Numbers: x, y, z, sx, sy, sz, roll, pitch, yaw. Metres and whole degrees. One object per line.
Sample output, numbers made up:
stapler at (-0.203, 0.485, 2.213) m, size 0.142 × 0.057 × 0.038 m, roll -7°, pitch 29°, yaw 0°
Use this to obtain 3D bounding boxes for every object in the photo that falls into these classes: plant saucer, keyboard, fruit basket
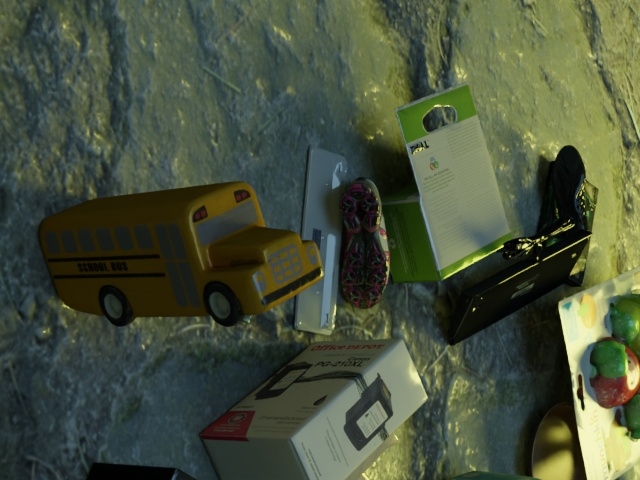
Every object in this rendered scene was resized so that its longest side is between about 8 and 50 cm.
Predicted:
plant saucer at (0.396, 0.368, 2.086) m, size 0.199 × 0.036 × 0.198 m, roll 6°, pitch 81°, yaw -45°
keyboard at (0.000, 0.000, 1.736) m, size 0.072 × 0.014 × 0.256 m, roll 13°, pitch 77°, yaw -39°
keyboard at (0.321, 0.043, 1.961) m, size 0.317 × 0.033 × 0.201 m, roll -24°, pitch 146°, yaw -41°
fruit basket at (0.525, 0.221, 2.122) m, size 0.353 × 0.165 × 0.327 m, roll -17°, pitch 98°, yaw -54°

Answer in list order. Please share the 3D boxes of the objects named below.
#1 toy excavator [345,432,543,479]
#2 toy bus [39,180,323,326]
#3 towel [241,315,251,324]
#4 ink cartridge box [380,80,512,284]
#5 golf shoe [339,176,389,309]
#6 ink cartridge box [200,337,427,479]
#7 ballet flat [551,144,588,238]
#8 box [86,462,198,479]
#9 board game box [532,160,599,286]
toy excavator at (0.198, 0.431, 1.779) m, size 0.445 × 0.222 × 0.433 m, roll -11°, pitch 93°, yaw -37°
toy bus at (-0.156, 0.014, 1.346) m, size 0.108 × 0.333 × 0.130 m, roll -26°, pitch 105°, yaw -44°
towel at (-0.101, 0.061, 1.628) m, size 0.060 × 0.009 × 0.083 m, roll 41°, pitch 59°, yaw -36°
ink cartridge box at (0.167, -0.086, 1.852) m, size 0.189 × 0.097 × 0.255 m, roll -25°, pitch 102°, yaw -43°
golf shoe at (0.066, 0.003, 1.760) m, size 0.086 × 0.067 × 0.186 m, roll -54°, pitch 145°, yaw -71°
ink cartridge box at (-0.005, 0.224, 1.595) m, size 0.237 × 0.172 × 0.100 m, roll -36°, pitch 111°, yaw -41°
ballet flat at (0.419, -0.074, 2.112) m, size 0.049 × 0.057 × 0.173 m, roll 0°, pitch 86°, yaw -84°
box at (-0.174, 0.326, 1.427) m, size 0.158 × 0.156 × 0.093 m, roll 40°, pitch 59°, yaw -36°
board game box at (0.423, -0.028, 2.154) m, size 0.126 × 0.026 × 0.186 m, roll 30°, pitch 66°, yaw -39°
